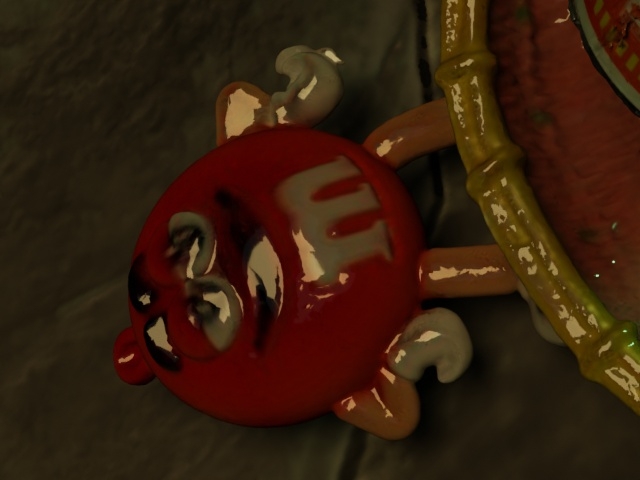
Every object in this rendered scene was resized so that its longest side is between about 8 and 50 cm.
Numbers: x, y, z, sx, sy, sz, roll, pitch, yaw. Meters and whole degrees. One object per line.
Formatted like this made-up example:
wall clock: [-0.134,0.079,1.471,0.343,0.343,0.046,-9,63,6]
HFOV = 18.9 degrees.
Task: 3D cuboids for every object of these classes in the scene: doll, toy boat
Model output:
doll: [0.000,0.000,0.828,0.217,0.085,0.183,-18,67,13]
toy boat: [0.131,-0.026,0.746,0.141,0.099,0.318,-21,70,-11]

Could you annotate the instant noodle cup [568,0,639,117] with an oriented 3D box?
instant noodle cup: [0.178,-0.130,0.634,0.193,0.212,0.193,8,62,-15]
